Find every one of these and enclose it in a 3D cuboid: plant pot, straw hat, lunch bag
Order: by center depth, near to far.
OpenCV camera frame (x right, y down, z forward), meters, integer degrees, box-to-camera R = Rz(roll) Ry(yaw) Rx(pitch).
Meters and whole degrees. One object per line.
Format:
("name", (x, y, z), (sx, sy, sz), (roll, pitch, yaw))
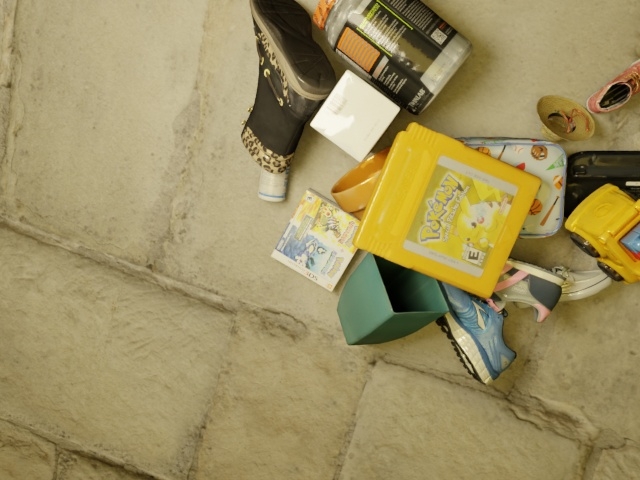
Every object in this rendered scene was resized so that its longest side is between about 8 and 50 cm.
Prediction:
("straw hat", (0.532, -0.254, 1.225), (0.144, 0.144, 0.061), (30, 147, 2))
("lunch bag", (0.400, -0.114, 1.264), (0.303, 0.115, 0.243), (1, 106, 9))
("plant pot", (0.159, -0.092, 1.274), (0.205, 0.205, 0.188), (-31, 106, 16))
("plant pot", (0.148, 0.153, 1.313), (0.234, 0.165, 0.165), (-49, 47, 44))

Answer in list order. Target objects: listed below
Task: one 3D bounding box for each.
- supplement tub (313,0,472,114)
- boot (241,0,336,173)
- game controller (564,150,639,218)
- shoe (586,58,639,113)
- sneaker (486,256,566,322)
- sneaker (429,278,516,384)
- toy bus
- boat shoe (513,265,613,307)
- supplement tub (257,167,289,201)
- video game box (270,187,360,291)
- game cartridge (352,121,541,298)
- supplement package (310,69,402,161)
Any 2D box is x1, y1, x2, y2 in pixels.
("supplement tub", (0.152, -0.438, 1.187), (0.316, 0.193, 0.193), (39, 107, -1))
("boot", (-0.106, -0.367, 1.257), (0.377, 0.138, 0.284), (64, 144, 30))
("game controller", (0.712, -0.118, 1.238), (0.319, 0.067, 0.166), (2, 118, 11))
("shoe", (0.664, -0.334, 1.174), (0.178, 0.081, 0.063), (-34, 95, 16))
("sneaker", (0.387, 0.091, 1.263), (0.319, 0.112, 0.131), (18, 94, 14))
("sneaker", (0.365, 0.180, 1.349), (0.147, 0.130, 0.330), (-31, 90, -7))
("toy bus", (0.663, 0.008, 1.142), (0.220, 0.211, 0.149), (42, 98, -14))
("boat shoe", (0.565, 0.099, 1.297), (0.226, 0.083, 0.076), (-18, 101, 15))
("supplement tub", (-0.117, -0.155, 1.370), (0.071, 0.071, 0.107), (12, 106, 7))
("video game box", (0.000, 0.000, 1.400), (0.187, 0.048, 0.205), (29, 107, 0))
("game cartridge", (0.266, -0.061, 1.156), (0.324, 0.052, 0.285), (21, 95, -10))
("supplement package", (0.087, -0.275, 1.212), (0.134, 0.244, 0.139), (37, 106, -1))
